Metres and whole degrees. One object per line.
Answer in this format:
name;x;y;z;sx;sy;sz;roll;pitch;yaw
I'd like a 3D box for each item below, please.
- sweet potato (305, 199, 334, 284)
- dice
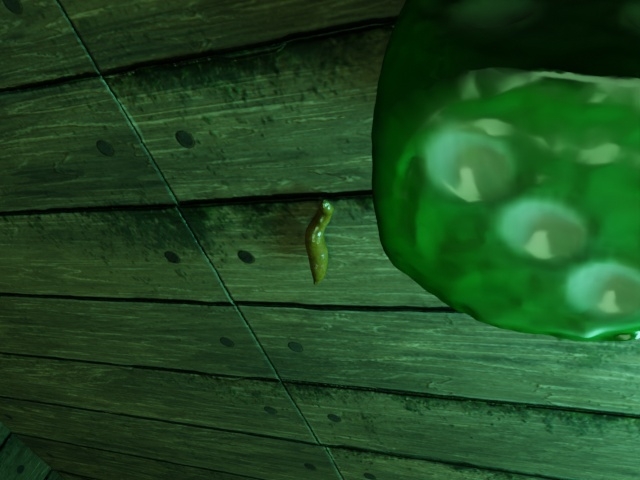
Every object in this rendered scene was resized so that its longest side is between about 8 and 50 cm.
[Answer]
sweet potato;-0.005;0.001;1.011;0.044;0.044;0.179;15;132;12
dice;0.226;-0.099;0.605;0.299;0.287;0.297;9;136;19
